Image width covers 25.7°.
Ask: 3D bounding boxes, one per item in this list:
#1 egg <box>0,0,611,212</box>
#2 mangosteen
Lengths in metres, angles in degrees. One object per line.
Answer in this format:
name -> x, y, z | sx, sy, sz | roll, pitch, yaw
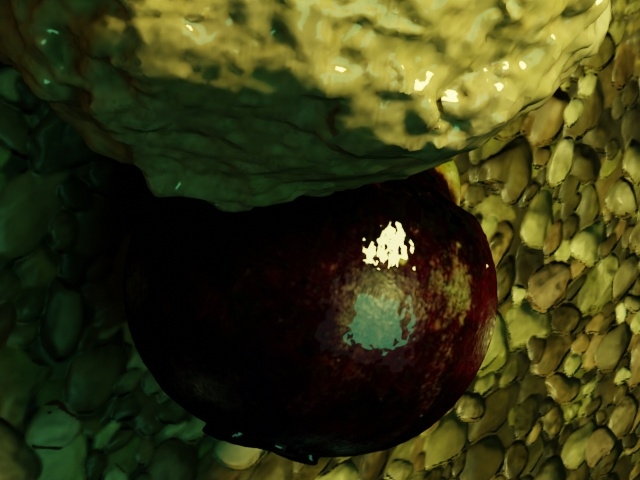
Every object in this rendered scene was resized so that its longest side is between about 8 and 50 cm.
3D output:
egg -> -0.017, -0.148, 0.578 | 0.310, 0.279, 0.279 | 19, 98, -32
mangosteen -> 0.000, 0.000, 0.735 | 0.194, 0.194, 0.230 | 30, 67, -47
